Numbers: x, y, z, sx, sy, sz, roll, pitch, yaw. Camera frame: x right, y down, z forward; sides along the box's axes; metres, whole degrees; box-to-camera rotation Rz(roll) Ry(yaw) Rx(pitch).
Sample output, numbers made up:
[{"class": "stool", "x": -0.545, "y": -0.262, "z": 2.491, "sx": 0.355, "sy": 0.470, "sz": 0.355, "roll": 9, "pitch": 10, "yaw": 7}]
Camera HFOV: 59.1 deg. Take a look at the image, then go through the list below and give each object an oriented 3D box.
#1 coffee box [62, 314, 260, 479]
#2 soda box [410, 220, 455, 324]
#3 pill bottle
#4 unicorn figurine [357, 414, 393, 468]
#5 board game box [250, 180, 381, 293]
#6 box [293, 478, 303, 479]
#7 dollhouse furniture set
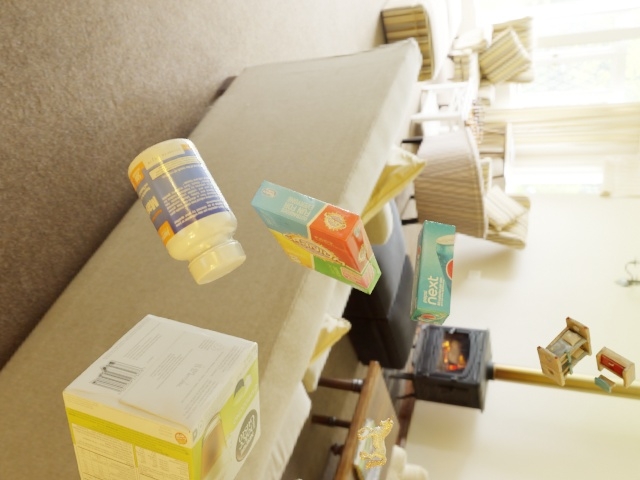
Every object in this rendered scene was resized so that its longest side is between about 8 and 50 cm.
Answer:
[{"class": "coffee box", "x": -0.370, "y": 0.442, "z": 1.413, "sx": 0.338, "sy": 0.337, "sz": 0.335, "roll": -50, "pitch": 147, "yaw": -58}, {"class": "soda box", "x": 0.239, "y": 0.066, "z": 1.199, "sx": 0.067, "sy": 0.071, "sz": 0.210, "roll": 99, "pitch": 2, "yaw": -62}, {"class": "pill bottle", "x": -0.263, "y": -0.055, "z": 1.144, "sx": 0.272, "sy": 0.152, "sz": 0.152, "roll": 60, "pitch": 23, "yaw": 10}, {"class": "unicorn figurine", "x": 0.168, "y": 0.600, "z": 1.704, "sx": 0.060, "sy": 0.111, "sz": 0.162, "roll": -72, "pitch": 157, "yaw": -86}, {"class": "board game box", "x": 0.000, "y": 0.000, "z": 1.308, "sx": 0.064, "sy": 0.242, "sz": 0.317, "roll": -61, "pitch": 155, "yaw": -16}, {"class": "box", "x": -0.117, "y": 0.736, "z": 1.474, "sx": 0.108, "sy": 0.206, "sz": 0.153, "roll": 131, "pitch": -57, "yaw": -68}, {"class": "dollhouse furniture set", "x": 0.677, "y": 0.312, "z": 1.443, "sx": 0.129, "sy": 0.183, "sz": 0.129, "roll": -40, "pitch": 130, "yaw": -13}]
